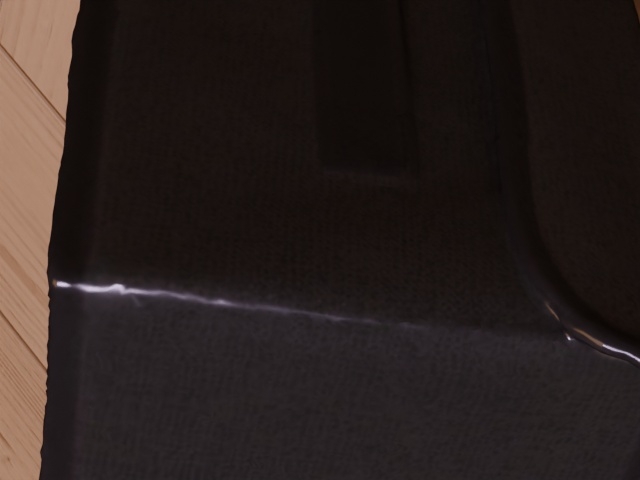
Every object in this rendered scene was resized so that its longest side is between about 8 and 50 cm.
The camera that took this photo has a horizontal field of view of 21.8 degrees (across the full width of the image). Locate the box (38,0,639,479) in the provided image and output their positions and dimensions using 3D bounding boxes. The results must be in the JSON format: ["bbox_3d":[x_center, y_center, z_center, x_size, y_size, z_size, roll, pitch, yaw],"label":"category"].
[{"bbox_3d":[0.001,0.000,0.668,0.345,0.204,0.251,-93,10,-47],"label":"box"}]
